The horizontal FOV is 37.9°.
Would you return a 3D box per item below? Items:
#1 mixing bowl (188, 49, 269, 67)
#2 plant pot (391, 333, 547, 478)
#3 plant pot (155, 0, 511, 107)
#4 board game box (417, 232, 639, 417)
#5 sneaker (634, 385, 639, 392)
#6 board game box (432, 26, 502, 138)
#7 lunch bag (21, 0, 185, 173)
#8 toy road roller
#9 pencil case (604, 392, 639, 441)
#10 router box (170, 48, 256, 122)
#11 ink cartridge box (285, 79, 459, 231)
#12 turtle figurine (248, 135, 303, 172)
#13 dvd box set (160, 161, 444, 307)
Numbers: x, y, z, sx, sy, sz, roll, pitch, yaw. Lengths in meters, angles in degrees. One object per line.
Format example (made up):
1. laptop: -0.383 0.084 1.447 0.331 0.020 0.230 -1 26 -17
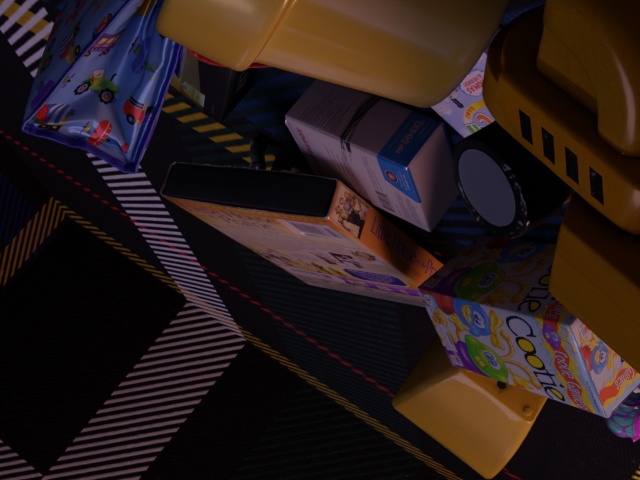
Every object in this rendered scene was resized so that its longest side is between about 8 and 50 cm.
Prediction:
1. mixing bowl: -0.060 -0.265 1.015 0.181 0.181 0.098 140 123 -73
2. plant pot: 0.279 0.229 1.528 0.212 0.212 0.187 37 152 4
3. plant pot: 0.024 -0.233 0.769 0.239 0.254 0.254 26 167 -14
4. board game box: 0.282 0.098 1.199 0.275 0.144 0.142 12 133 56
5. sneaker: 0.425 0.156 1.248 0.170 0.068 0.071 29 147 16
6. board game box: 0.153 -0.175 0.973 0.211 0.039 0.160 40 163 -9
7. lunch bag: -0.193 -0.260 1.000 0.138 0.221 0.293 22 132 -22
8. toy road roller: 0.258 -0.071 0.678 0.329 0.202 0.240 48 157 33
9. pencil case: 0.463 0.246 1.400 0.070 0.064 0.152 58 176 32
10. router box: -0.197 -0.311 1.275 0.243 0.081 0.309 38 164 1
11. ink cartridge box: 0.071 -0.116 1.220 0.203 0.086 0.148 29 162 32
12. turtle figurine: -0.061 -0.090 1.540 0.175 0.118 0.234 42 158 -11
13. dvd box set: 0.000 0.000 1.432 0.307 0.062 0.420 8 164 36
